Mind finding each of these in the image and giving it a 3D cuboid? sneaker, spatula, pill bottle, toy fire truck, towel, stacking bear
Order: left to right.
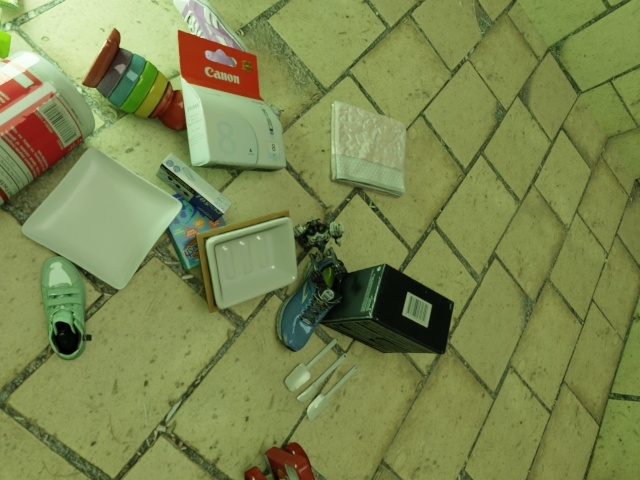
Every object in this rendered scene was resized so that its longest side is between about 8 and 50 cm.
[{"bbox_3d":[-0.738,-0.217,0.981,0.229,0.229,0.408,45,61,-15],"label":"pill bottle"},{"bbox_3d":[-0.594,0.151,1.034,0.094,0.151,0.256,-10,84,-30],"label":"sneaker"},{"bbox_3d":[-0.478,-0.413,1.222,0.289,0.175,0.164,30,110,-33],"label":"stacking bear"},{"bbox_3d":[-0.365,-0.629,1.365,0.282,0.102,0.161,41,65,-17],"label":"sneaker"},{"bbox_3d":[-0.142,-0.414,1.486,0.069,0.038,0.098,-44,103,-29],"label":"sneaker"},{"bbox_3d":[-0.059,0.701,1.172,0.169,0.254,0.302,-19,89,-32],"label":"toy fire truck"},{"bbox_3d":[-0.023,0.185,1.367,0.129,0.147,0.330,34,65,-20],"label":"sneaker"},{"bbox_3d":[0.011,0.429,1.410,0.242,0.019,0.168,-37,98,-31],"label":"spatula"},{"bbox_3d":[0.187,-0.340,1.658,0.331,0.053,0.317,9,75,-30],"label":"towel"}]

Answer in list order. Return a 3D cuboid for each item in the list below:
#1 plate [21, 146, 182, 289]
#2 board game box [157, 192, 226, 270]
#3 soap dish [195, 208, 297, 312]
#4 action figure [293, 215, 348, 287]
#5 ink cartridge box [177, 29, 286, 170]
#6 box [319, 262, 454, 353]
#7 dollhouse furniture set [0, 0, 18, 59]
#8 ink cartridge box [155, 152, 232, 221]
[{"bbox_3d":[-0.551,-0.057,1.141,0.278,0.045,0.277,34,71,-12],"label":"plate"},{"bbox_3d":[-0.359,-0.040,1.273,0.160,0.047,0.210,-27,95,-32],"label":"board game box"},{"bbox_3d":[-0.210,0.048,1.260,0.290,0.118,0.229,-18,113,-35],"label":"soap dish"},{"bbox_3d":[0.000,0.000,1.359,0.164,0.141,0.276,-14,47,-5],"label":"action figure"},{"bbox_3d":[-0.252,-0.404,1.308,0.308,0.091,0.385,-7,92,-51],"label":"ink cartridge box"},{"bbox_3d":[0.202,0.226,1.404,0.296,0.294,0.183,29,64,-23],"label":"box"},{"bbox_3d":[-0.872,-0.576,1.075,0.197,0.151,0.302,15,53,-49],"label":"dollhouse furniture set"},{"bbox_3d":[-0.348,-0.141,1.216,0.207,0.097,0.046,40,62,-15],"label":"ink cartridge box"}]
